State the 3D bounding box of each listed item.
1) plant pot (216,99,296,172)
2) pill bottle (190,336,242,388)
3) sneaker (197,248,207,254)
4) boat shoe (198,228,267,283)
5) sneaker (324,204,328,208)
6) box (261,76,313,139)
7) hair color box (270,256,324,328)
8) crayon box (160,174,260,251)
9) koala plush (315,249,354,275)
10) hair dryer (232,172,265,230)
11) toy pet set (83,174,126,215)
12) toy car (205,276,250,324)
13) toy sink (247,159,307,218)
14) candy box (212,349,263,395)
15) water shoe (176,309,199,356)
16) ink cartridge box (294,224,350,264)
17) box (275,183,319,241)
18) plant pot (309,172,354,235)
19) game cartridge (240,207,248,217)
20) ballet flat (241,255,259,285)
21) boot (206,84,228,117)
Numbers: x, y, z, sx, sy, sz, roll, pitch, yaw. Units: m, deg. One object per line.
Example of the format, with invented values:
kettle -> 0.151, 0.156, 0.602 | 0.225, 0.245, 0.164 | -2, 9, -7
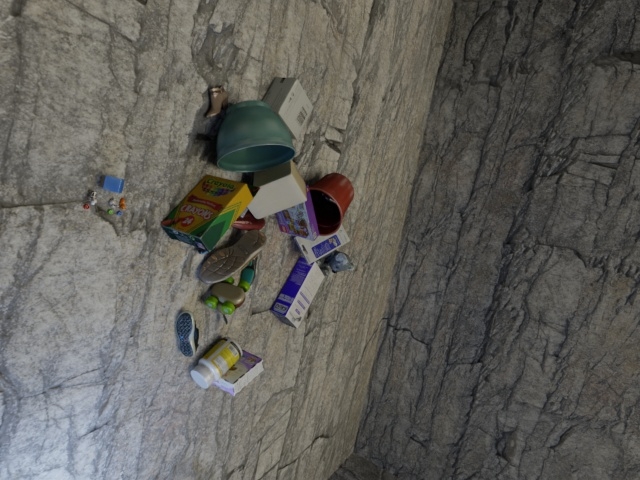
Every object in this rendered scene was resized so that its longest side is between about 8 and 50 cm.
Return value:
plant pot -> -0.252, -0.392, 1.544 | 0.293, 0.293, 0.196 | -3, 80, -59
pill bottle -> -0.446, 0.523, 1.789 | 0.208, 0.119, 0.119 | -42, 138, -43
sneaker -> -0.428, -0.033, 1.614 | 0.078, 0.067, 0.188 | 35, 74, -37
boat shoe -> -0.356, 0.082, 1.723 | 0.324, 0.123, 0.116 | -35, 168, -29
sneaker -> 0.003, -0.148, 2.289 | 0.211, 0.080, 0.081 | -33, 112, -52
box -> -0.145, -0.559, 1.767 | 0.181, 0.119, 0.182 | -65, 149, -15
hair color box -> -0.117, 0.281, 2.248 | 0.339, 0.110, 0.185 | -62, 150, -23
crayon box -> -0.386, -0.123, 1.489 | 0.318, 0.202, 0.081 | -57, 147, -29
koala plush -> 0.079, 0.107, 2.379 | 0.203, 0.221, 0.196 | -66, 149, -15
hair dryer -> -0.302, -0.146, 1.780 | 0.293, 0.080, 0.224 | -54, 128, -38
toy pet set -> -0.613, -0.130, 1.231 | 0.122, 0.065, 0.114 | 11, 95, -61
toy car -> -0.385, 0.271, 1.764 | 0.188, 0.149, 0.155 | 93, 19, -43
toy sink -> -0.194, -0.215, 1.717 | 0.131, 0.234, 0.153 | -97, 162, -45
candy box -> -0.383, 0.587, 1.880 | 0.196, 0.165, 0.070 | -32, 129, -49
water shoe -> -0.522, 0.358, 1.649 | 0.080, 0.073, 0.203 | -71, 167, -71
ink cartridge box -> 0.000, 0.000, 2.237 | 0.332, 0.065, 0.165 | -27, 92, -38
box -> -0.124, -0.143, 1.928 | 0.057, 0.201, 0.293 | -50, 144, -36
plant pot -> 0.035, -0.205, 2.137 | 0.265, 0.272, 0.272 | -52, 145, -48
game cartridge -> -0.334, -0.136, 1.684 | 0.083, 0.017, 0.056 | 40, 59, -27
ballet flat -> -0.309, 0.117, 1.875 | 0.074, 0.074, 0.203 | -9, 110, -58
boot -> -0.377, -0.499, 1.486 | 0.118, 0.042, 0.087 | -47, 135, -40
